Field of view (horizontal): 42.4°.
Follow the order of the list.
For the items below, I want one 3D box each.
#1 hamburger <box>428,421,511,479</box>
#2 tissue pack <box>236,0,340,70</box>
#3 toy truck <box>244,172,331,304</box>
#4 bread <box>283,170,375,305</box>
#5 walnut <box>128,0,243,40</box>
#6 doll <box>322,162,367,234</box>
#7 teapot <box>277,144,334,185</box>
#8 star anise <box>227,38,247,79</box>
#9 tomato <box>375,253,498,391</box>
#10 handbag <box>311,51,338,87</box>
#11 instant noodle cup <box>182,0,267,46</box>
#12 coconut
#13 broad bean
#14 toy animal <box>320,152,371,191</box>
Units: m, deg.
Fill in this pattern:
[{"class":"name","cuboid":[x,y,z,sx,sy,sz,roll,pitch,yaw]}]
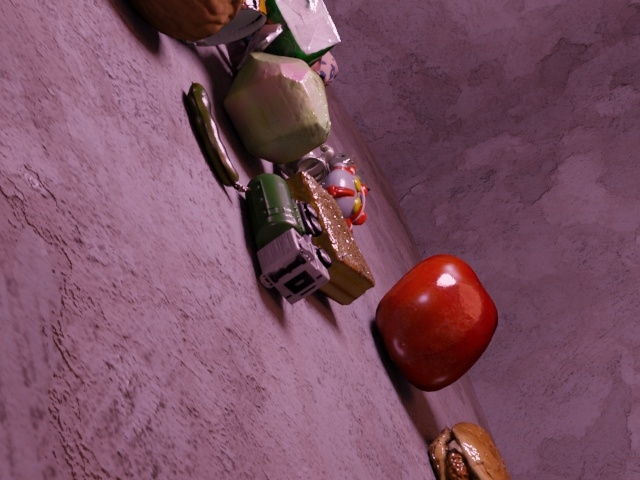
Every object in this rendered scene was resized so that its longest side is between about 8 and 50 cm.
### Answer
[{"class":"hamburger","cuboid":[0.365,0.554,1.939,0.259,0.145,0.283,66,16,5]},{"class":"tissue pack","cuboid":[-0.089,-0.424,1.744,0.148,0.156,0.209,65,-25,-2]},{"class":"toy truck","cuboid":[-0.064,-0.013,1.411,0.125,0.101,0.242,48,15,-38]},{"class":"bread","cuboid":[0.000,0.000,1.666,0.184,0.111,0.234,39,23,-57]},{"class":"walnut","cuboid":[-0.234,-0.453,1.409,0.228,0.228,0.228,59,11,-19]},{"class":"doll","cuboid":[0.071,-0.118,2.239,0.336,0.105,0.199,18,75,-74]},{"class":"teapot","cuboid":[-0.029,-0.172,1.803,0.077,0.107,0.200,50,-1,-20]},{"class":"star anise","cuboid":[-0.126,-0.379,1.964,0.331,0.118,0.331,53,19,-26]},{"class":"tomato","cuboid":[0.283,0.198,2.021,0.293,0.290,0.325,58,12,12]},{"class":"handbag","cuboid":[-0.094,-0.501,2.250,0.251,0.190,0.193,54,17,-3]},{"class":"instant noodle cup","cuboid":[-0.212,-0.495,1.611,0.230,0.230,0.182,-3,76,-78]},{"class":"coconut","cuboid":[-0.087,-0.274,1.662,0.236,0.205,0.236,51,26,-37]},{"class":"broad bean","cuboid":[-0.185,-0.180,1.409,0.226,0.039,0.069,66,17,12]},{"class":"toy animal","cuboid":[0.068,-0.214,2.497,0.138,0.108,0.236,29,30,-44]}]
